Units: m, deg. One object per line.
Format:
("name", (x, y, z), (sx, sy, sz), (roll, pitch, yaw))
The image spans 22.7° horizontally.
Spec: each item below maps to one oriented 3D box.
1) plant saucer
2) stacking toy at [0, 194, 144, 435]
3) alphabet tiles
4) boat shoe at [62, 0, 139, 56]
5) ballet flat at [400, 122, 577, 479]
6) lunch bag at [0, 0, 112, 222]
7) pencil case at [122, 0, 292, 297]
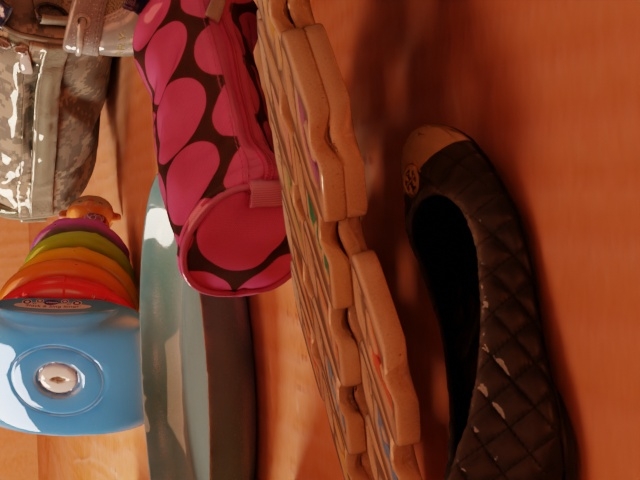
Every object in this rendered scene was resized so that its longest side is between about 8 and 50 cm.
("plant saucer", (-0.093, 0.105, 1.194), (0.317, 0.044, 0.317), (177, 90, -76))
("stacking toy", (-0.248, 0.043, 1.640), (0.302, 0.175, 0.166), (-89, 0, -53))
("alphabet tiles", (0.000, 0.000, 0.712), (0.284, 0.021, 0.278), (84, 171, -51))
("boat shoe", (-0.161, -0.302, 1.267), (0.118, 0.103, 0.320), (160, 107, -75))
("ballet flat", (0.053, 0.026, 0.591), (0.057, 0.049, 0.173), (109, 155, -53))
("lunch bag", (-0.319, -0.200, 1.715), (0.305, 0.212, 0.256), (106, 149, -47))
("pencil case", (-0.059, -0.069, 0.946), (0.098, 0.095, 0.209), (-55, 37, 34))
